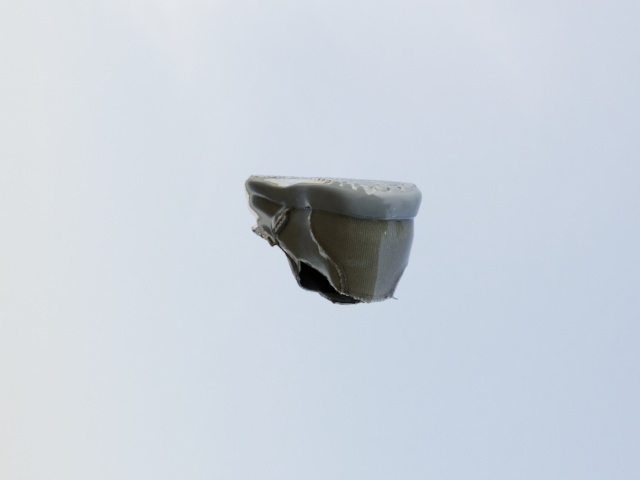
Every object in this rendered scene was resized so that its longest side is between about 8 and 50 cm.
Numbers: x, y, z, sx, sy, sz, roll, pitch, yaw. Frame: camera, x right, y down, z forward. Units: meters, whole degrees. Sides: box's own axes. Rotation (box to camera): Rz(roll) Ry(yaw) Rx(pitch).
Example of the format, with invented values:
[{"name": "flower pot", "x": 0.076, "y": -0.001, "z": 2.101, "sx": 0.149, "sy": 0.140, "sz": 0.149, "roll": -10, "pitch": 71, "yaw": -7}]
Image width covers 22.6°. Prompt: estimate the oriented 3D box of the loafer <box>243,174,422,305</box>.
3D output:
[{"name": "loafer", "x": 0.000, "y": 0.000, "z": 1.115, "sx": 0.251, "sy": 0.094, "sz": 0.087, "roll": -170, "pitch": -96, "yaw": -78}]
